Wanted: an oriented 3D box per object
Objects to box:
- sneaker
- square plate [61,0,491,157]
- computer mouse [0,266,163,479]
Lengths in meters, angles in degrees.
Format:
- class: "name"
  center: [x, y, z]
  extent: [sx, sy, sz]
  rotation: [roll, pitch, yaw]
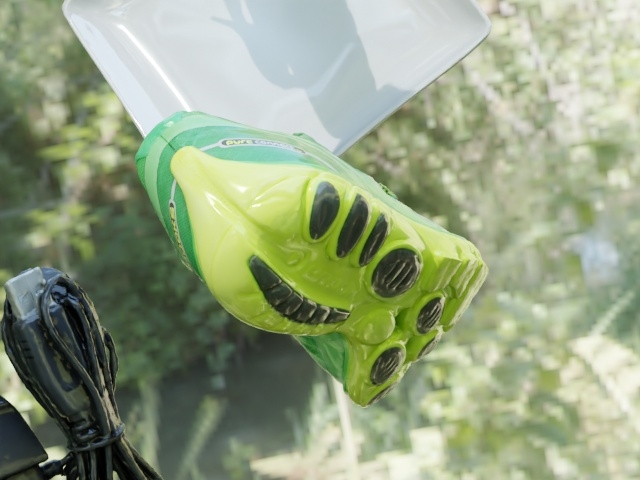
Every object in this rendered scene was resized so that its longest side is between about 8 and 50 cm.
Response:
- class: "sneaker"
  center: [0.000, 0.000, 0.956]
  extent: [0.109, 0.123, 0.295]
  rotation: [-46, -26, 1]
- class: "square plate"
  center: [-0.048, -0.213, 1.806]
  extent: [0.344, 0.347, 0.049]
  rotation: [-40, -24, 14]
- class: "computer mouse"
  center: [-0.226, 0.142, 0.998]
  extent: [0.272, 0.188, 0.072]
  rotation: [-20, 12, -2]
